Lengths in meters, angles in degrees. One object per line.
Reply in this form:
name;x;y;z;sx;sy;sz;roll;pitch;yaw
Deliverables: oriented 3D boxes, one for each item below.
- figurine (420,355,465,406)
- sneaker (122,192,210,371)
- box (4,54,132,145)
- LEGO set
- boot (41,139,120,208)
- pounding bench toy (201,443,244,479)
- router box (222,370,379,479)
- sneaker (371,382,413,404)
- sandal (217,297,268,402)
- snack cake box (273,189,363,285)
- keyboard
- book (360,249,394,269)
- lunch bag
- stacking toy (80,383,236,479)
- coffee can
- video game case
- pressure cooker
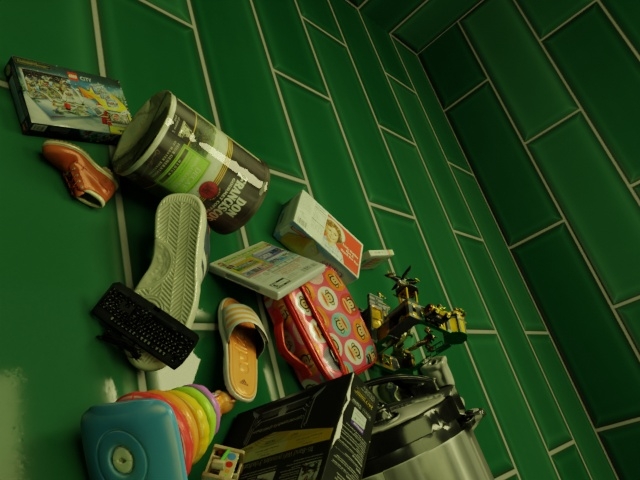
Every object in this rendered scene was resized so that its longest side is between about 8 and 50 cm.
figurine;0.366;0.484;1.540;0.210;0.092;0.215;62;32;-5
sneaker;-0.283;0.088;1.008;0.131;0.148;0.350;9;66;2
box;-0.519;-0.287;1.081;0.233;0.044;0.159;-3;65;-53
LEGO set;0.230;0.216;1.404;0.254;0.331;0.192;18;43;-16
boot;-0.475;-0.128;0.994;0.158;0.059;0.085;37;42;-29
pounding bench toy;-0.150;0.351;0.799;0.052;0.083;0.065;13;30;3
router box;-0.064;0.375;0.857;0.081;0.308;0.243;50;34;-16
sneaker;0.231;0.436;1.391;0.192;0.086;0.064;37;37;-27
sandal;-0.149;0.210;1.060;0.102;0.076;0.265;34;23;-34
snack cake box;0.000;0.000;1.466;0.264;0.089;0.152;42;34;-22
keyboard;-0.313;0.156;0.883;0.192;0.100;0.038;30;-11;10
book;0.158;0.058;1.613;0.144;0.096;0.035;-1;63;-52
lunch bag;-0.012;0.216;1.249;0.258;0.120;0.293;-13;71;-51
stacking toy;-0.230;0.308;0.863;0.301;0.175;0.166;-4;82;-69
coffee can;-0.277;-0.162;1.120;0.275;0.201;0.202;34;39;-39
video game case;-0.121;0.065;1.203;0.193;0.023;0.212;20;23;24
pressure cooker;0.156;0.481;0.993;0.369;0.375;0.421;-4;66;-50
